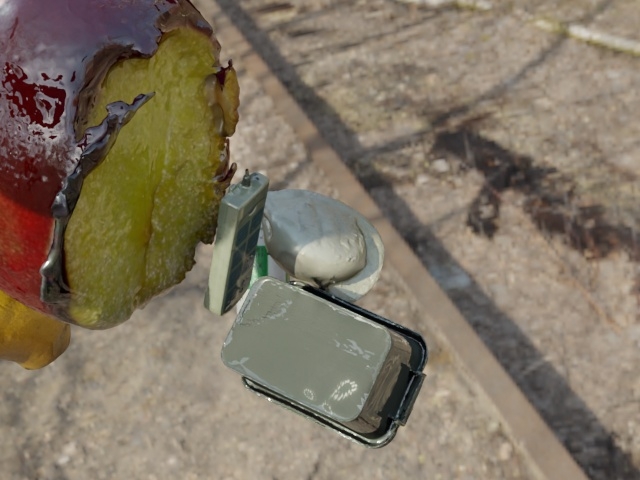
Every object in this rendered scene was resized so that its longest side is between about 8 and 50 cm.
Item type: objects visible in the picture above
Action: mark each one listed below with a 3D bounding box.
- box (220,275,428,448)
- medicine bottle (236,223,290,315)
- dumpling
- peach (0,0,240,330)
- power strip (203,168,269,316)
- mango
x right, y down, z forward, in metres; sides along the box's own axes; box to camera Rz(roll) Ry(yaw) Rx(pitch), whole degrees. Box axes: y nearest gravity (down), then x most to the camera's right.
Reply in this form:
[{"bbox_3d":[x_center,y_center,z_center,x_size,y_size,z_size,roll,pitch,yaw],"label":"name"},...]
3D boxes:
[{"bbox_3d":[-0.001,0.143,1.428,0.243,0.135,0.163,24,84,23],"label":"box"},{"bbox_3d":[-0.096,0.054,1.933,0.095,0.260,0.095,-1,0,0],"label":"medicine bottle"},{"bbox_3d":[0.001,0.000,1.553,0.176,0.092,0.150,34,47,19],"label":"dumpling"},{"bbox_3d":[-0.275,-0.106,1.360,0.353,0.417,0.339,-18,-10,31],"label":"peach"},{"bbox_3d":[-0.103,0.002,1.421,0.029,0.227,0.080,27,42,16],"label":"power strip"},{"bbox_3d":[-0.567,0.120,1.961,0.144,0.187,0.359,26,4,39],"label":"mango"}]
